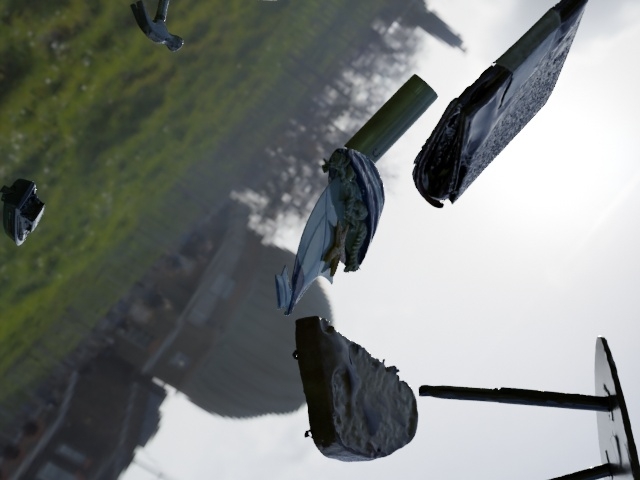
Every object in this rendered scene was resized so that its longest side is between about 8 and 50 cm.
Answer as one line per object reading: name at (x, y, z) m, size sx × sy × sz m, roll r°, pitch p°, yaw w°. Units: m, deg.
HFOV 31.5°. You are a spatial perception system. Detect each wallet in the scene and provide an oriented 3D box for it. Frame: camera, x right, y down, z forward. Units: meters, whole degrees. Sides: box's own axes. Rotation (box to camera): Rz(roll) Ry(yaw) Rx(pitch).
wallet at (0.217, -0.164, 1.357) m, size 0.221 × 0.071 × 0.262 m, roll -42°, pitch 166°, yaw -17°

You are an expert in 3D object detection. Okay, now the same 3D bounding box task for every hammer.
hammer at (-0.262, -0.452, 1.937) m, size 0.029 × 0.103 × 0.246 m, roll -12°, pitch -118°, yaw 40°

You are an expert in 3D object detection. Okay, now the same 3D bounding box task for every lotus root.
lotus root at (0.045, 0.236, 1.649) m, size 0.074 × 0.260 × 0.170 m, roll -8°, pitch -121°, yaw 38°

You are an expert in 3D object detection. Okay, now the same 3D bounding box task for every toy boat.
toy boat at (-0.443, -0.034, 1.683) m, size 0.141 × 0.060 × 0.055 m, roll 116°, pitch -2°, yaw -58°
toy boat at (0.000, 0.000, 1.603) m, size 0.291 × 0.067 × 0.221 m, roll -47°, pitch 143°, yaw -43°

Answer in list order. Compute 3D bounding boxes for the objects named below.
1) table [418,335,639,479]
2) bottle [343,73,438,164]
table at (0.269, 0.293, 1.477) m, size 0.249 × 0.317 × 0.317 m, roll -9°, pitch -152°, yaw 5°
bottle at (0.140, -0.234, 2.238) m, size 0.201 × 0.072 × 0.072 m, roll -46°, pitch -163°, yaw 0°
